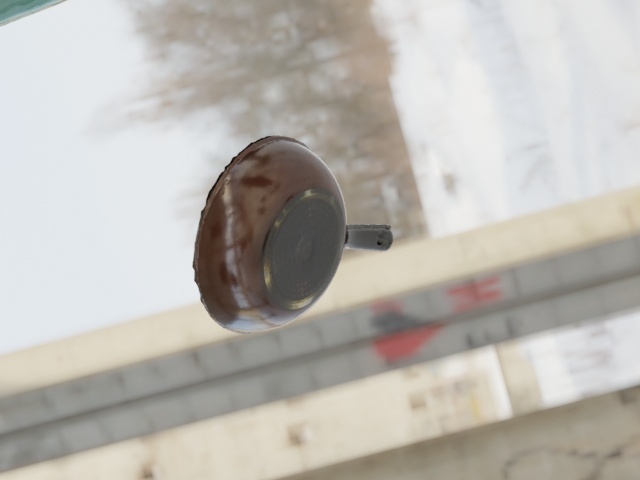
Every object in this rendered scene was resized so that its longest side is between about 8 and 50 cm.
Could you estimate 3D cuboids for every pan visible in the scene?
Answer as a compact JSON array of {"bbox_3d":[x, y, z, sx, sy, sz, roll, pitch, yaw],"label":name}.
[{"bbox_3d":[0.001,0.000,0.665,0.115,0.023,0.068,0,-76,-56],"label":"pan"}]

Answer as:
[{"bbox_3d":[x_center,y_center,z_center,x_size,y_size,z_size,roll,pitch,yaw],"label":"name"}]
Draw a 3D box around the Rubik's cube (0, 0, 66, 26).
[{"bbox_3d":[-0.188,-0.305,0.842,0.321,0.316,0.318,78,165,-50],"label":"Rubik's cube"}]
